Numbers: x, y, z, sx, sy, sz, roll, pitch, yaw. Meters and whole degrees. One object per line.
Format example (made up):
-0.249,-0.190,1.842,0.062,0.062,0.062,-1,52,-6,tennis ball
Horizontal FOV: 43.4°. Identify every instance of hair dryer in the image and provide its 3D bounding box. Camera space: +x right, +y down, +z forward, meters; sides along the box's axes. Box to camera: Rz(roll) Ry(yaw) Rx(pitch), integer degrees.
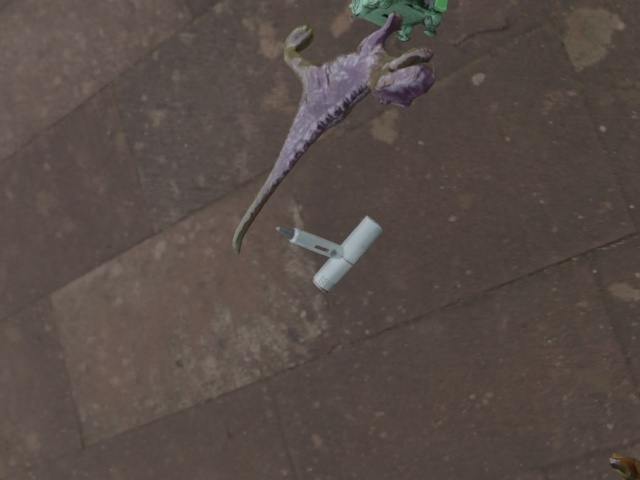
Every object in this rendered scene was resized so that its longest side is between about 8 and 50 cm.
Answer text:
0.004,-0.007,1.389,0.155,0.183,0.044,-49,39,5,hair dryer

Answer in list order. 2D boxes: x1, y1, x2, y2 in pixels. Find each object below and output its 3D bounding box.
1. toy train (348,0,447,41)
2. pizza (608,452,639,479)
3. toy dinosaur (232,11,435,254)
0.101,-0.305,0.997,0.149,0.099,0.081,19,93,67,toy train
0.217,0.112,0.355,0.287,0.074,0.251,39,154,-14,pizza
0.000,-0.128,0.770,0.251,0.072,0.200,-27,40,23,toy dinosaur
